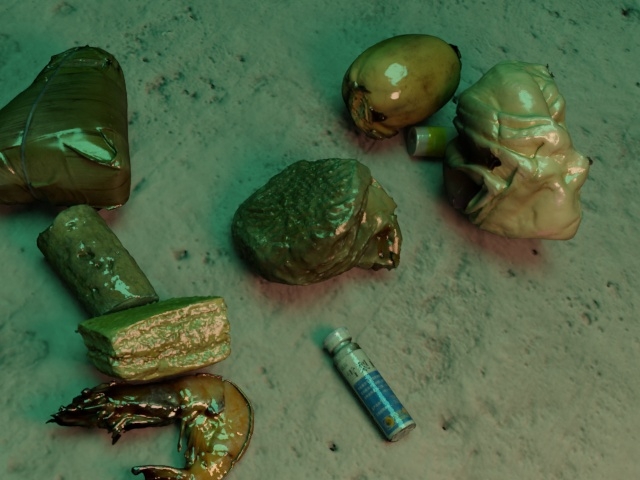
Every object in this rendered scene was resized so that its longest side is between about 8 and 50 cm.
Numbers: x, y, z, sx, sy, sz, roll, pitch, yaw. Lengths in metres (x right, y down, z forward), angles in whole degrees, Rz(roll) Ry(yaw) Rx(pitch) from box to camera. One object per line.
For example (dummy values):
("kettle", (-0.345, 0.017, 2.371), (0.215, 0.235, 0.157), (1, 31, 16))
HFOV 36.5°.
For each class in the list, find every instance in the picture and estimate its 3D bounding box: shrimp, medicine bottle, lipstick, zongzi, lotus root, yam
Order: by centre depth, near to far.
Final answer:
("shrimp", (-0.230, 0.280, 1.371), (0.289, 0.075, 0.178), (0, 57, -30))
("yam", (-0.337, 0.046, 1.477), (0.107, 0.107, 0.194), (-30, 68, -30))
("medicine bottle", (0.073, 0.221, 1.495), (0.051, 0.051, 0.191), (-23, 65, -27))
("zongzi", (-0.496, -0.181, 1.585), (0.361, 0.160, 0.323), (-8, 46, -5))
("lotus root", (0.171, -0.306, 1.815), (0.310, 0.182, 0.183), (-31, 68, -36))
("lipstick", (0.297, -0.185, 1.835), (0.264, 0.059, 0.059), (0, 56, -14))

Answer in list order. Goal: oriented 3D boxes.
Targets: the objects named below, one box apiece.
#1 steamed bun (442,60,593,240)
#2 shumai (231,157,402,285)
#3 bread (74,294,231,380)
("steamed bun", (0.321, -0.146, 1.683), (0.206, 0.275, 0.320), (-5, 55, -8))
("shumai", (0.000, 0.000, 1.585), (0.261, 0.222, 0.225), (-22, 43, 14))
("bread", (-0.235, 0.142, 1.396), (0.196, 0.138, 0.102), (-11, 93, -32))
